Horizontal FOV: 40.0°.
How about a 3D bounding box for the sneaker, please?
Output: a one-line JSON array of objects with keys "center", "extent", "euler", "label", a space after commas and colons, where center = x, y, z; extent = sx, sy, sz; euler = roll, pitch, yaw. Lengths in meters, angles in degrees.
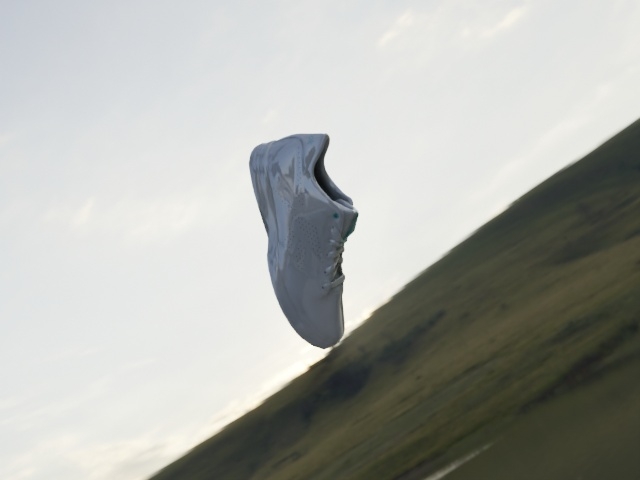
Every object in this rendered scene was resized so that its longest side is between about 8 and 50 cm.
[{"center": [0.000, 0.000, 0.850], "extent": [0.094, 0.212, 0.080], "euler": [-14, 5, 25], "label": "sneaker"}]
